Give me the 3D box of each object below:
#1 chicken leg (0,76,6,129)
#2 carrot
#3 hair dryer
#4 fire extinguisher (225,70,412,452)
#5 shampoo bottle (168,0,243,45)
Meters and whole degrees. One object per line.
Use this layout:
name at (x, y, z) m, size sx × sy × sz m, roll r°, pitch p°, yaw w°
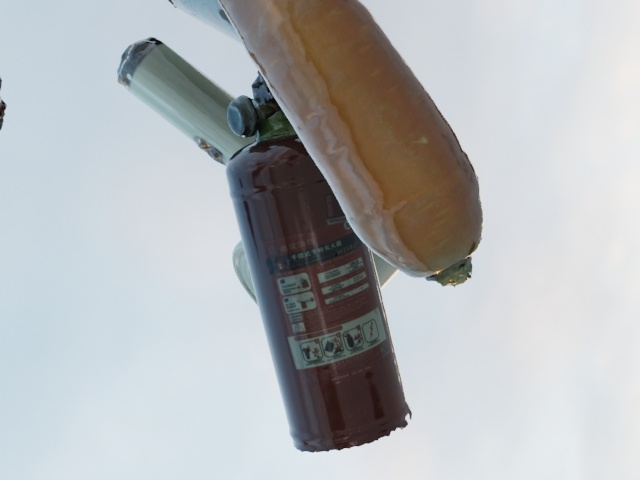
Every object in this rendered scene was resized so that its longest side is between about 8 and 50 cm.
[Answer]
chicken leg at (-0.256, -0.043, 0.984) m, size 0.105 × 0.063 × 0.234 m, roll -92°, pitch 16°, yaw -72°
carrot at (-0.012, -0.096, 0.606) m, size 0.271 × 0.062 × 0.066 m, roll 55°, pitch -146°, yaw -1°
hair dryer at (-0.065, -0.083, 1.364) m, size 0.203 × 0.362 × 0.128 m, roll -47°, pitch -14°, yaw -24°
fire extinguisher at (0.000, 0.000, 1.167) m, size 0.106 × 0.147 × 0.337 m, roll -21°, pitch -78°, yaw -35°
shampoo bottle at (-0.084, -0.225, 1.365) m, size 0.056 × 0.227 × 0.086 m, roll -42°, pitch -51°, yaw -9°
